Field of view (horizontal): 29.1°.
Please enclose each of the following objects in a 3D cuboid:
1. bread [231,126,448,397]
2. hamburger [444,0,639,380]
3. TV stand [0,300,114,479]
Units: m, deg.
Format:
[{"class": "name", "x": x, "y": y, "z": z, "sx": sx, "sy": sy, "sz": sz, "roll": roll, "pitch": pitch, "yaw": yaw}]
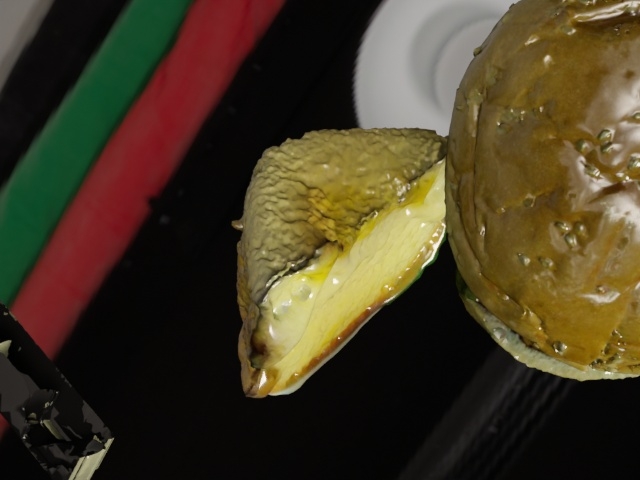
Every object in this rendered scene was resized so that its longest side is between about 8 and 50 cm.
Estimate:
[{"class": "bread", "x": -0.010, "y": -0.001, "z": 1.007, "sx": 0.133, "sy": 0.174, "sz": 0.251, "roll": 37, "pitch": -121, "yaw": 20}, {"class": "hamburger", "x": 0.218, "y": -0.038, "z": 0.821, "sx": 0.134, "sy": 0.266, "sz": 0.284, "roll": -91, "pitch": 179, "yaw": -83}, {"class": "TV stand", "x": -0.242, "y": 0.088, "z": 0.933, "sx": 0.249, "sy": 0.042, "sz": 0.036, "roll": 43, "pitch": -62, "yaw": 28}]
